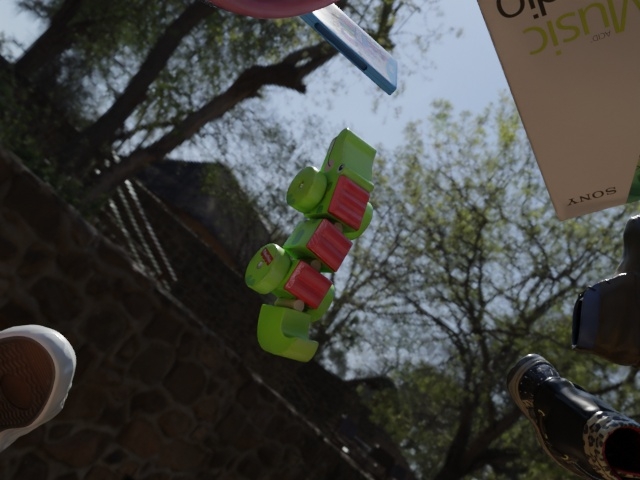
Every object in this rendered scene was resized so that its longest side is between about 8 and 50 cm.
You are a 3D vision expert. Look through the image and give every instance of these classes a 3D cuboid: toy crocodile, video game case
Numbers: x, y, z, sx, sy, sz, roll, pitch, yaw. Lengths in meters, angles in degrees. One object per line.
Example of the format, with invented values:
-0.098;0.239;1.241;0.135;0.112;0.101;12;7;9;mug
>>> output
0.000;0.000;0.957;0.115;0.340;0.105;37;-23;-29;toy crocodile
0.030;-0.255;0.870;0.166;0.015;0.119;38;27;-15;video game case

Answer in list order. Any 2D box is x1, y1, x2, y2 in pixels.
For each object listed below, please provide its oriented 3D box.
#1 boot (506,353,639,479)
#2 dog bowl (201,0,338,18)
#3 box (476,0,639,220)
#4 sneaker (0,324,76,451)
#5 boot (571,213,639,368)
0.342;0.256;0.858;0.236;0.085;0.178;49;-4;-22;boot
-0.031;-0.385;0.630;0.150;0.408;0.408;48;-9;27;dog bowl
0.249;-0.174;0.531;0.232;0.058;0.322;-17;-54;24;box
-0.337;0.158;0.811;0.106;0.123;0.290;52;-51;0;sneaker
0.398;0.060;0.951;0.106;0.219;0.082;6;-23;5;boot
